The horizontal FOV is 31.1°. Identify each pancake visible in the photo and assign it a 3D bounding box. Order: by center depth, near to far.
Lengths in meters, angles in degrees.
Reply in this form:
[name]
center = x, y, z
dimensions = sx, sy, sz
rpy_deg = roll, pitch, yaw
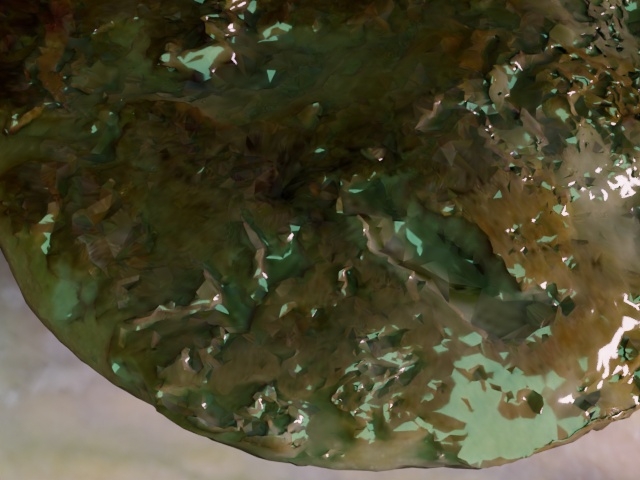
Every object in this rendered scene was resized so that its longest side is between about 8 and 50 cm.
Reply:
[pancake]
center = 0.034, -0.067, 0.466
dimensions = 0.356, 0.065, 0.356
rpy_deg = 0, 59, 0
